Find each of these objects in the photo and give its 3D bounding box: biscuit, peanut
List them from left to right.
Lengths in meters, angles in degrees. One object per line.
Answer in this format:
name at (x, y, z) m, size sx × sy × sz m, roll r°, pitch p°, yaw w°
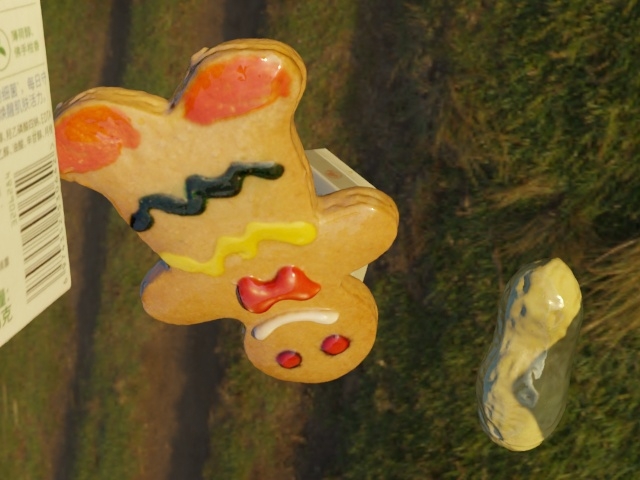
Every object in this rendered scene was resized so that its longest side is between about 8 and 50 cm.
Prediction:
biscuit at (-0.037, 0.004, 0.542) m, size 0.166 × 0.250 × 0.036 m, roll -19°, pitch 39°, yaw 11°
peanut at (0.307, 0.176, 1.376) m, size 0.147 × 0.148 × 0.318 m, roll 37°, pitch 127°, yaw 45°

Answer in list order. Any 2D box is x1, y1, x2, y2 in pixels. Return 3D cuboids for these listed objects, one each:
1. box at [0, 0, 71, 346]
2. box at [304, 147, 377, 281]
box at (-0.165, -0.009, 0.314) m, size 0.073 × 0.194 × 0.139 m, roll 4°, pitch 112°, yaw 13°
box at (0.000, 0.000, 1.203) m, size 0.141 × 0.058 × 0.201 m, roll 41°, pitch 127°, yaw 40°
